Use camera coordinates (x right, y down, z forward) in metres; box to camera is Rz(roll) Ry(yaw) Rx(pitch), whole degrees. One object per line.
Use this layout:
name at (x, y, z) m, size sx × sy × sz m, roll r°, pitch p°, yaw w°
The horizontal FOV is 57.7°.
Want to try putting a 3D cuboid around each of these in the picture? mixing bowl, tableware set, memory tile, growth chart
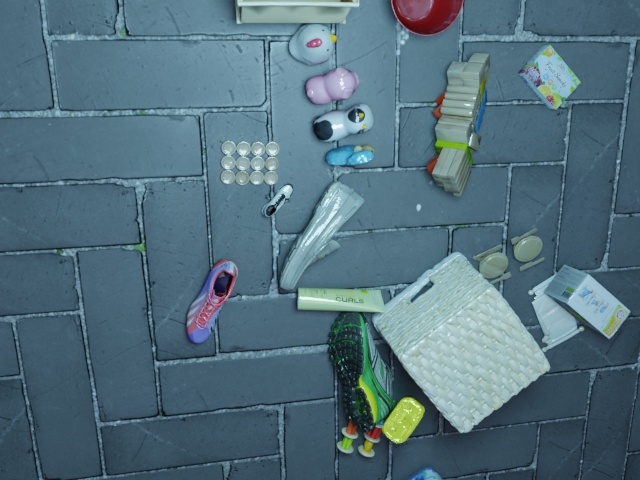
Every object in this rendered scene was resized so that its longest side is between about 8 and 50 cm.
mixing bowl at (0.243, -0.587, 1.403) m, size 0.181 × 0.098 × 0.181 m, roll -3°, pitch 106°, yaw -10°
tableware set at (0.539, 0.041, 1.662) m, size 0.194 × 0.039 × 0.128 m, roll -26°, pitch 124°, yaw 3°
memory tile at (-0.179, -0.196, 1.473) m, size 0.148 × 0.012 × 0.113 m, roll 0°, pitch 105°, yaw -12°
growth chart at (0.720, 0.208, 1.752) m, size 0.172 × 0.021 × 0.237 m, roll -23°, pitch 108°, yaw -5°

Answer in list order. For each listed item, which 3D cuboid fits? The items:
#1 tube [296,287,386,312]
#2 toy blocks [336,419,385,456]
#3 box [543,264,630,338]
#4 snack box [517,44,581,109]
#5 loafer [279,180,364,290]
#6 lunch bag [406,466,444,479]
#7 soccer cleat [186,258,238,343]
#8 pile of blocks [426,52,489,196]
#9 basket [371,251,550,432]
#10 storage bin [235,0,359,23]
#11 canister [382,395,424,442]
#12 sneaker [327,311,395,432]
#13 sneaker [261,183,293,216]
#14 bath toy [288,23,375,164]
tube at (0.055, 0.160, 1.583) m, size 0.240 × 0.062 × 0.070 m, roll 3°, pitch 77°, yaw -8°
toy blocks at (0.126, 0.556, 1.713) m, size 0.123 × 0.054 × 0.148 m, roll 16°, pitch 101°, yaw -15°
box at (0.773, 0.177, 1.685) m, size 0.203 × 0.114 × 0.103 m, roll 36°, pitch 92°, yaw -19°
snack box at (0.611, -0.434, 1.548) m, size 0.141 × 0.037 × 0.100 m, roll 40°, pitch 93°, yaw -18°
loafer at (0.000, 0.000, 1.509) m, size 0.111 × 0.112 × 0.319 m, roll 31°, pitch 97°, yaw -9°
lunch bag at (0.305, 0.821, 1.801) m, size 0.219 × 0.090 × 0.176 m, roll -37°, pitch 109°, yaw 1°
soccer cleat at (-0.284, 0.163, 1.506) m, size 0.083 × 0.095 × 0.248 m, roll 24°, pitch 99°, yaw -16°
pile of blocks at (0.350, -0.303, 1.513) m, size 0.112 × 0.149 × 0.362 m, roll 15°, pitch 94°, yaw 29°
basket at (0.373, 0.269, 1.576) m, size 0.328 × 0.266 × 0.331 m, roll -38°, pitch 107°, yaw 2°
storage bin at (-0.063, -0.627, 1.294) m, size 0.262 × 0.123 × 0.260 m, roll -4°, pitch 89°, yaw -10°
canister at (0.237, 0.504, 1.653) m, size 0.073 × 0.170 × 0.126 m, roll 36°, pitch 85°, yaw 14°
sneaker at (0.122, 0.350, 1.639) m, size 0.146 × 0.134 × 0.343 m, roll -20°, pitch 104°, yaw -43°
sneaker at (-0.107, -0.100, 1.497) m, size 0.040 × 0.044 × 0.109 m, roll 39°, pitch 93°, yaw -16°
bath toy at (0.035, -0.356, 1.411) m, size 0.151 × 0.129 × 0.348 m, roll -22°, pitch 107°, yaw -4°
